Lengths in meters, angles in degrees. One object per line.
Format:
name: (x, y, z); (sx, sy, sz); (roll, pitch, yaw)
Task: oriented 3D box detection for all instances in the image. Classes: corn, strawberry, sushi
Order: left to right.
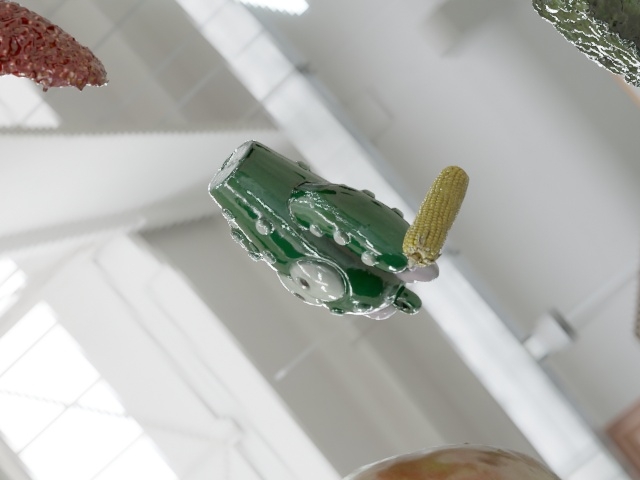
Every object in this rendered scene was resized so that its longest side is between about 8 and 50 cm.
strawberry: (-0.348, -0.239, 1.936); (0.208, 0.087, 0.167); (2, -156, -12)
corn: (0.079, -0.014, 1.146); (0.028, 0.027, 0.083); (46, -122, -30)
sushi: (0.492, -0.418, 2.582); (0.352, 0.294, 0.178); (36, 174, -29)

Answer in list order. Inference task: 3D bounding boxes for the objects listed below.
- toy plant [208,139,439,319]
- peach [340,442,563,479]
toy plant: (0.003, 0.000, 1.645); (0.243, 0.113, 0.232); (29, 161, 9)
peach: (0.116, 0.302, 1.524); (0.292, 0.292, 0.247); (33, -140, -39)
